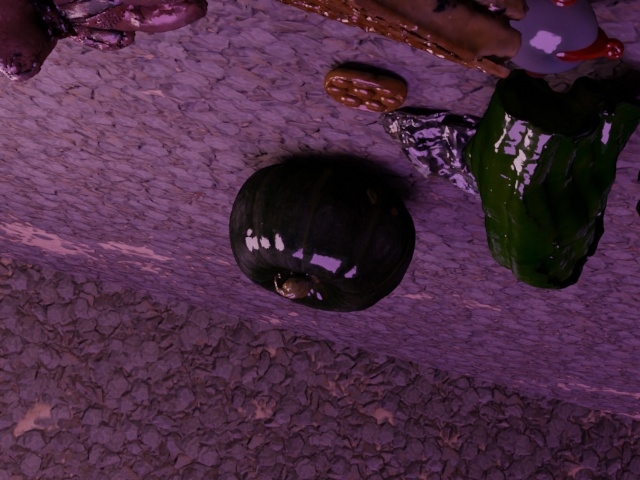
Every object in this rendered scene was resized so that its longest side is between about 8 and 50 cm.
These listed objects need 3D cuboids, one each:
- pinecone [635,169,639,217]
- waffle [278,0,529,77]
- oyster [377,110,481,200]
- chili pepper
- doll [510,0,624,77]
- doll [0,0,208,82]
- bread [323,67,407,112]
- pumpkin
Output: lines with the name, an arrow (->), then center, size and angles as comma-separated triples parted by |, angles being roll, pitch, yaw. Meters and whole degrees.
pinecone -> 0.456, -0.046, 1.340 | 0.221, 0.222, 0.221 | 12, 164, 3
waffle -> 0.017, -0.239, 1.019 | 0.212, 0.091, 0.308 | 19, -171, -38
oyster -> 0.202, -0.104, 1.598 | 0.199, 0.087, 0.252 | -1, 146, 40
chili pepper -> 0.256, -0.089, 1.371 | 0.167, 0.213, 0.385 | 30, 162, 19
doll -> 0.181, -0.223, 1.172 | 0.245, 0.076, 0.142 | 15, 146, 5
doll -> -0.285, -0.248, 1.333 | 0.303, 0.156, 0.201 | 3, 156, 16
bread -> 0.055, -0.189, 1.484 | 0.110, 0.025, 0.110 | 13, 165, 3
pumpkin -> 0.000, 0.000, 1.839 | 0.300, 0.207, 0.300 | 16, 157, 7
